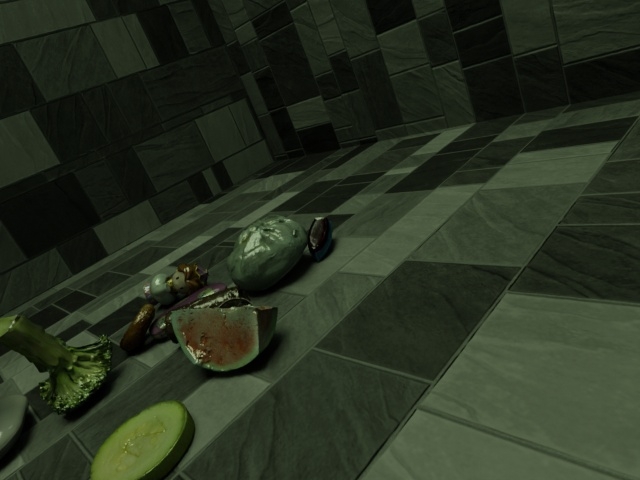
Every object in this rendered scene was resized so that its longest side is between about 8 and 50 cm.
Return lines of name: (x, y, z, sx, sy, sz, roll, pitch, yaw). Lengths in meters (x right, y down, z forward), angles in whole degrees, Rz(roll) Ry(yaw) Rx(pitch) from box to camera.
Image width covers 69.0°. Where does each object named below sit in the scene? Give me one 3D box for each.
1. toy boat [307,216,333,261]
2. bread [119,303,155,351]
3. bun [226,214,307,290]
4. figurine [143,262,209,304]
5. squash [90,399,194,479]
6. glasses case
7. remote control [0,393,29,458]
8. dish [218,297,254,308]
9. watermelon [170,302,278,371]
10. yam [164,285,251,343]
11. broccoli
toy boat: (0.000, 0.000, 1.837, 0.100, 0.097, 0.223, -12, 38, 19)
bread: (-0.654, 0.317, 1.677, 0.193, 0.064, 0.193, -54, 14, 20)
bun: (-0.216, 0.030, 1.776, 0.355, 0.194, 0.354, -32, 22, 15)
figurine: (-0.594, 0.180, 1.946, 0.264, 0.142, 0.189, -21, 6, 6)
squash: (-0.421, 0.488, 1.097, 0.252, 0.048, 0.252, -20, 21, 8)
glasses case: (-0.485, 0.255, 1.722, 0.316, 0.075, 0.123, -34, 20, -23)
remote control: (-0.995, 0.582, 1.397, 0.221, 0.103, 0.332, -35, 22, -15)
dish: (-0.263, 0.262, 1.483, 0.141, 0.078, 0.141, -3, 59, 5)
watermelon: (-0.279, 0.254, 1.338, 0.305, 0.180, 0.224, -5, 31, 22)
yam: (-0.378, 0.245, 1.570, 0.280, 0.131, 0.131, -22, 20, 2)
broccoli: (-0.821, 0.376, 1.406, 0.221, 0.361, 0.251, 5, 71, 40)
